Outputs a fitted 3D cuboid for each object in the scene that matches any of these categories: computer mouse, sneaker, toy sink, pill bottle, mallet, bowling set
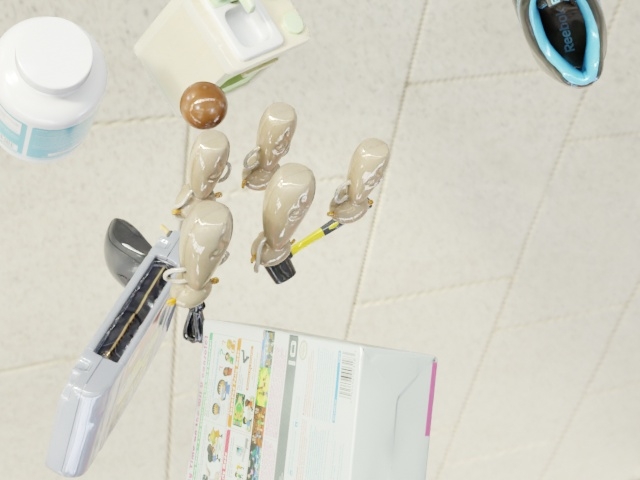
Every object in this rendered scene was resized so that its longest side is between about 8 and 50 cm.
[{"bbox_3d":[-0.265,0.035,1.612,0.060,0.262,0.184,-27,147,-33],"label":"computer mouse"},{"bbox_3d":[0.270,-0.342,1.251,0.125,0.140,0.341,-22,106,16],"label":"sneaker"},{"bbox_3d":[-0.120,-0.282,1.422,0.153,0.131,0.234,-33,-179,-38],"label":"toy sink"},{"bbox_3d":[-0.359,-0.200,1.379,0.146,0.146,0.264,-7,172,-21],"label":"pill bottle"},{"bbox_3d":[0.000,0.000,1.522,0.189,0.039,0.062,-25,101,-19],"label":"mallet"},{"bbox_3d":[-0.082,-0.071,1.175,0.287,0.200,0.154,-21,152,-31],"label":"bowling set"}]

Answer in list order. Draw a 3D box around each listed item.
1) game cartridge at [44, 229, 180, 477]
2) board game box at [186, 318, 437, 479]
[{"bbox_3d":[-0.245,0.142,1.300,0.060,0.294,0.196,27,131,-2],"label":"game cartridge"},{"bbox_3d":[-0.022,0.204,1.063,0.097,0.303,0.224,9,87,-35],"label":"board game box"}]
